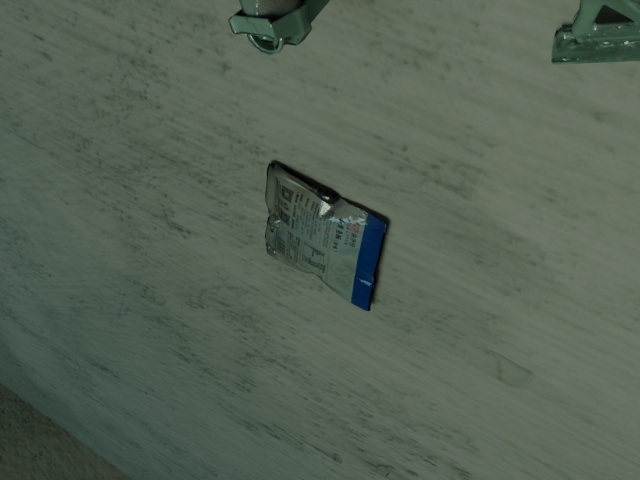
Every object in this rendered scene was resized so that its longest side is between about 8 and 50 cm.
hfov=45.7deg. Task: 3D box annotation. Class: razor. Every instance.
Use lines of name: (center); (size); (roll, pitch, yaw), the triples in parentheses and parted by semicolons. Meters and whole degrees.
razor: (0.183, -0.244, 0.500); (0.111, 0.056, 0.278); (8, 133, 40)

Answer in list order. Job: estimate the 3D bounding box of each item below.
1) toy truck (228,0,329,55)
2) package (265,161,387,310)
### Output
toy truck: (-0.034, -0.287, 0.587); (0.108, 0.140, 0.257); (17, 138, 31)
package: (0.000, 0.000, 0.956); (0.173, 0.027, 0.171); (28, 139, 18)
